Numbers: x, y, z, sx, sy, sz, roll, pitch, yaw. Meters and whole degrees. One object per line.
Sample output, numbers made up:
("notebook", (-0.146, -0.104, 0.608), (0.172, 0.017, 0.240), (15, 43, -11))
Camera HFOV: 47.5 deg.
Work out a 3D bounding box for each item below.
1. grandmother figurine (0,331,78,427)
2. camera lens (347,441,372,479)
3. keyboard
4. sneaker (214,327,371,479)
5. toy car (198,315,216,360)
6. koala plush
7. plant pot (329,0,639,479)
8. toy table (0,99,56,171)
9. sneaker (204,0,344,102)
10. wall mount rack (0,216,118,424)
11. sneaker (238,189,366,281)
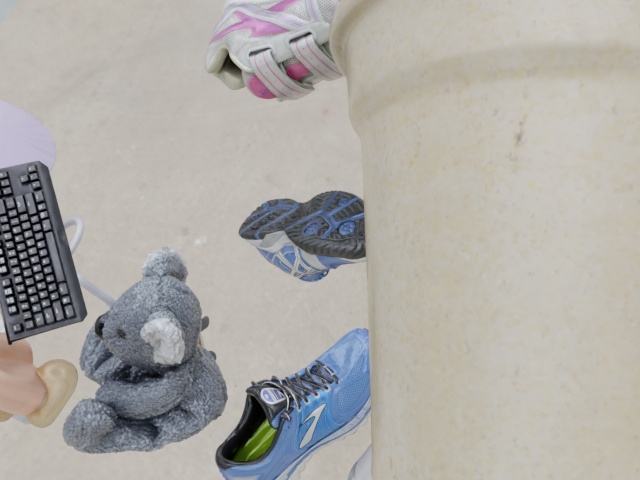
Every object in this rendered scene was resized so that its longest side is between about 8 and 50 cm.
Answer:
("grandmother figurine", (-0.392, 0.096, 0.655), (0.207, 0.342, 0.104), (-8, 64, 20))
("camera lens", (0.180, 0.276, 0.885), (0.274, 0.219, 0.219), (-56, 45, 18))
("keyboard", (-0.307, 0.011, 0.722), (0.108, 0.023, 0.180), (-17, 73, -12))
("sneaker", (-0.030, 0.261, 1.134), (0.330, 0.147, 0.129), (-46, 44, -12))
("toy car", (-0.279, 0.222, 1.542), (0.149, 0.188, 0.155), (-10, 86, 27))
("koala plush", (-0.207, 0.132, 0.918), (0.203, 0.221, 0.196), (6, 32, -12))
("plant pot", (0.154, 0.025, 0.460), (0.333, 0.334, 0.306), (3, 82, 25))
("toy table", (-0.509, -0.083, 0.980), (0.161, 0.274, 0.252), (-39, 73, 28))
("sneaker", (-0.017, -0.180, 0.683), (0.252, 0.103, 0.111), (13, 74, 48))
("wall mount rack", (-0.455, 0.129, 1.127), (0.304, 0.130, 0.350), (16, 67, 54))
("sneaker", (0.000, 0.000, 0.782), (0.080, 0.081, 0.211), (-49, 30, -22))
